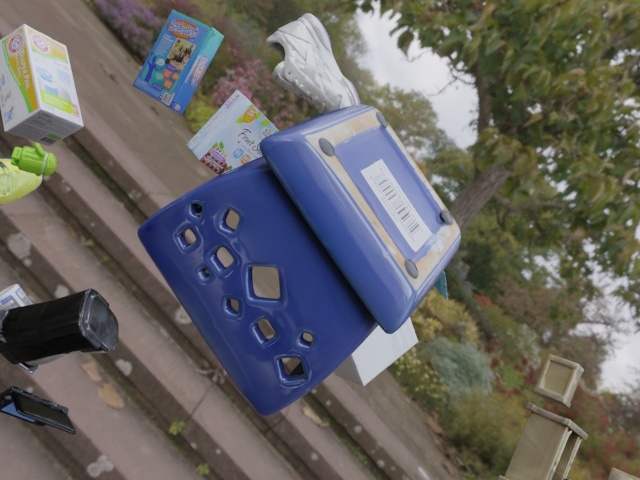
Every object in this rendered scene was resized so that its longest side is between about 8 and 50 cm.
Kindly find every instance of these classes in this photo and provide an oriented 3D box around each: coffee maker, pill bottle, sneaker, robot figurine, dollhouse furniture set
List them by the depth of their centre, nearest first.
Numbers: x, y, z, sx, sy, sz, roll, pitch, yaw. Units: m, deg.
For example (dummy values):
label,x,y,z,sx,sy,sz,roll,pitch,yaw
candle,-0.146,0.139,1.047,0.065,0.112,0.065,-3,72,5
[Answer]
label,x,y,z,sx,sy,sz,roll,pitch,yaw
dollhouse furniture set,0.351,0.270,0.758,0.161,0.182,0.101,17,-15,44
coffee maker,-0.491,0.162,1.085,0.171,0.178,0.120,51,25,-67
sneaker,-0.016,-0.338,1.298,0.305,0.152,0.114,63,-11,6
pill bottle,-0.735,0.182,1.444,0.137,0.078,0.078,61,-3,-19
sneaker,-0.911,-0.135,1.554,0.147,0.145,0.384,19,23,32
robot figurine,-0.764,-0.212,1.582,0.115,0.101,0.067,13,50,-23

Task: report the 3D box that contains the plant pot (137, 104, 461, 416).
label,x,y,z,sx,sy,sz,roll,pitch,yaw
plant pot,0.000,0.000,0.615,0.236,0.212,0.236,56,33,-1

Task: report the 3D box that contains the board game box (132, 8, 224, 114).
label,x,y,z,sx,sy,sz,roll,pitch,yaw
board game box,-0.342,-0.428,1.409,0.160,0.210,0.047,34,8,31

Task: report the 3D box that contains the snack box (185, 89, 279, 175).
label,x,y,z,sx,sy,sz,roll,pitch,yaw
snack box,-0.186,-0.225,1.385,0.070,0.174,0.207,45,3,28

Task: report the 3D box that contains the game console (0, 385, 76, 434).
label,x,y,z,sx,sy,sz,roll,pitch,yaw
game console,-0.514,0.316,1.048,0.122,0.107,0.071,45,22,-41

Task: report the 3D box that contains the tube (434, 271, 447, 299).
label,x,y,z,sx,sy,sz,roll,pitch,yaw
tube,0.293,0.071,1.574,0.207,0.052,0.080,-115,-174,-60

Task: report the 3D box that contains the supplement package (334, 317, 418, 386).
label,x,y,z,sx,sy,sz,roll,pitch,yaw
supplement package,0.110,0.222,1.315,0.105,0.179,0.105,7,-58,54

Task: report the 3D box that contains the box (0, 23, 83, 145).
label,x,y,z,sx,sy,sz,roll,pitch,yaw
box,-0.583,-0.316,1.211,0.114,0.103,0.203,19,51,-65
